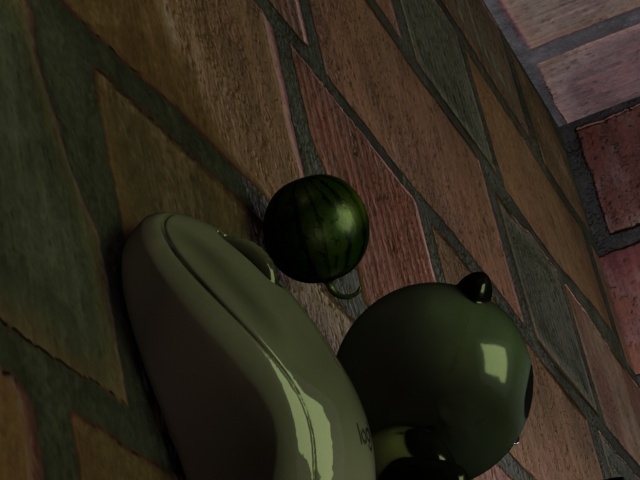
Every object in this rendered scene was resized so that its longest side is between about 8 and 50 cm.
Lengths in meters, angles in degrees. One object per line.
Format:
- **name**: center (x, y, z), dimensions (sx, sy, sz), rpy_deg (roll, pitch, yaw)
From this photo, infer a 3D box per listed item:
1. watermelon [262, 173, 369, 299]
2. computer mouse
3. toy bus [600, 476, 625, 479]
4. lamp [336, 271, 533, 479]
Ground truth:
- **watermelon**: center (-0.005, -0.005, 1.622), dimensions (0.109, 0.109, 0.109), rpy_deg (-21, 90, -76)
- **computer mouse**: center (-0.039, 0.110, 1.285), dimensions (0.184, 0.121, 0.297), rpy_deg (18, 54, -70)
- **toy bus**: center (0.206, 0.358, 1.611), dimensions (0.305, 0.179, 0.143), rpy_deg (81, 0, -50)
- **lamp**: center (0.091, 0.152, 1.597), dimensions (0.198, 0.198, 0.244), rpy_deg (58, 35, -37)
